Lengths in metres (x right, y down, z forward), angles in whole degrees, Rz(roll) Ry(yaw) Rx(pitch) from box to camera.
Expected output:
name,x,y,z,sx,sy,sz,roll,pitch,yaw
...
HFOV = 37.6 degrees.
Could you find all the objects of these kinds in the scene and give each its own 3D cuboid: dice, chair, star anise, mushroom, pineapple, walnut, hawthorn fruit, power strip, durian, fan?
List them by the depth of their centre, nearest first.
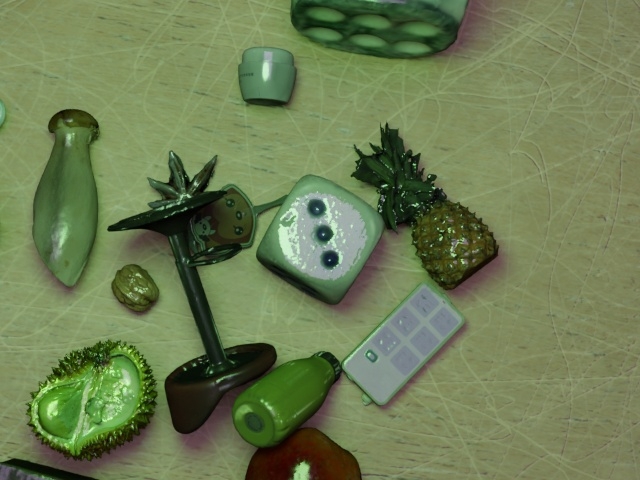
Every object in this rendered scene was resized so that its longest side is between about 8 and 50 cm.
name,x,y,z,sx,sy,sz,roll,pitch,yaw
hawthorn fruit,-0.034,0.478,1.685,0.224,0.224,0.261,12,42,-2
chair,-0.221,0.129,1.716,0.227,0.226,0.401,-17,98,-6
durian,-0.408,0.289,1.725,0.237,0.176,0.200,-34,95,-3
dice,0.000,0.000,1.790,0.192,0.194,0.193,32,82,2
mushroom,-0.485,-0.082,1.803,0.128,0.128,0.350,3,79,-4
walnut,-0.358,0.090,1.808,0.096,0.082,0.079,44,111,10
dice,0.120,-0.552,1.815,0.328,0.330,0.348,8,79,-2
power strip,0.160,0.203,1.844,0.270,0.046,0.118,-44,87,-8
fan,-0.153,-0.051,1.848,0.220,0.009,0.132,-20,102,-23
pineapple,0.185,-0.070,1.849,0.165,0.165,0.364,-39,78,-9
star anise,-0.254,-0.082,1.850,0.181,0.061,0.204,-32,86,-14

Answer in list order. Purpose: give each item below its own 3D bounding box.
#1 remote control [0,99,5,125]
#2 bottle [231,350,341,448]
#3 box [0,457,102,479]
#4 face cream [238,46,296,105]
name,x,y,z,sx,sy,sz,roll,pitch,yaw
remote control,-0.746,-0.240,1.850,0.256,0.045,0.097,-4,80,-2
bottle,-0.050,0.279,1.725,0.112,0.260,0.112,10,111,28
box,-0.479,0.516,1.701,0.273,0.143,0.184,15,80,0
face cream,-0.106,-0.326,1.872,0.117,0.117,0.104,3,90,-4
